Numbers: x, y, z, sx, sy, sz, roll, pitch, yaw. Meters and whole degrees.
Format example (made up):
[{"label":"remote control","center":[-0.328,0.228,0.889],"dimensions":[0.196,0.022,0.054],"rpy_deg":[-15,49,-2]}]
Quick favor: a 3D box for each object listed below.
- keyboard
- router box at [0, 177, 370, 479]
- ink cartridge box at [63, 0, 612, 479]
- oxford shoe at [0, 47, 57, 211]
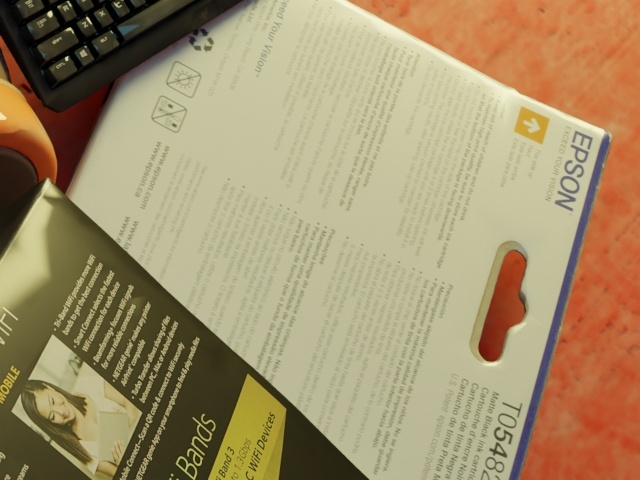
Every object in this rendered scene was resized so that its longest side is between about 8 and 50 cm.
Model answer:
[{"label":"keyboard","center":[-0.072,-0.139,0.755],"dimensions":[0.180,0.023,0.108],"rpy_deg":[-38,103,-36]},{"label":"router box","center":[-0.077,0.164,0.580],"dimensions":[0.243,0.081,0.309],"rpy_deg":[46,36,-19]},{"label":"ink cartridge box","center":[0.000,0.000,0.787],"dimensions":[0.224,0.045,0.223],"rpy_deg":[26,61,-11]},{"label":"oxford shoe","center":[-0.287,-0.035,0.655],"dimensions":[0.364,0.130,0.132],"rpy_deg":[-8,56,-32]}]
